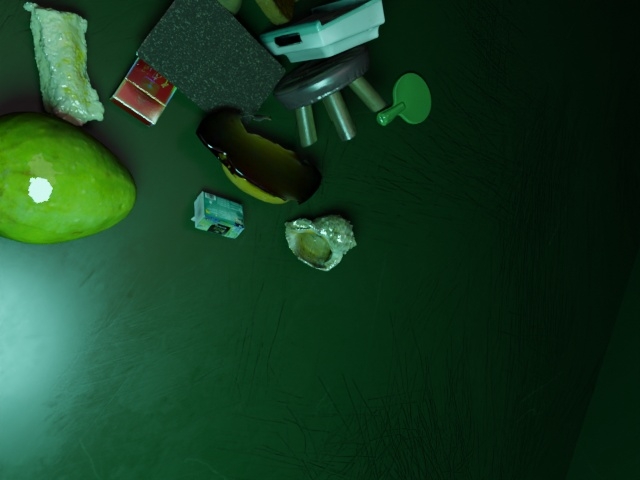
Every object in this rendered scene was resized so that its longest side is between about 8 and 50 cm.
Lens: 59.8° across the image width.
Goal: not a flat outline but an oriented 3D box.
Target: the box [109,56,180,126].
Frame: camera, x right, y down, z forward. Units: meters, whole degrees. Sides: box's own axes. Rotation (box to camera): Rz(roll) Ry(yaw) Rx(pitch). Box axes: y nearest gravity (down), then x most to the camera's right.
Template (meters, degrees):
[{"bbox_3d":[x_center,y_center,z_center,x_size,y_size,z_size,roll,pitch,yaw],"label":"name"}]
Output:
[{"bbox_3d":[-0.401,-0.371,1.310,0.112,0.048,0.175,33,72,-28],"label":"box"}]

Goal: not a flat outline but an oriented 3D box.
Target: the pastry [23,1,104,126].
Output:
[{"bbox_3d":[-0.544,-0.370,1.194,0.121,0.089,0.258,-15,98,-35],"label":"pastry"}]

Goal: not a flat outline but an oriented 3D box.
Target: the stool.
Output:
[{"bbox_3d":[0.028,-0.380,1.468,0.272,0.272,0.178,-42,120,-26],"label":"stool"}]

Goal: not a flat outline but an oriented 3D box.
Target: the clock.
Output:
[{"bbox_3d":[0.007,-0.540,1.454,0.231,0.262,0.116,-37,119,-28],"label":"clock"}]

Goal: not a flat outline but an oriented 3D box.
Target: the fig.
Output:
[{"bbox_3d":[-0.524,-0.118,1.113,0.326,0.258,0.258,6,86,-49],"label":"fig"}]

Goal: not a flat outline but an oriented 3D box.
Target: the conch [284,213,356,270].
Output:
[{"bbox_3d":[0.000,0.000,1.515,0.207,0.130,0.155,12,69,-18],"label":"conch"}]

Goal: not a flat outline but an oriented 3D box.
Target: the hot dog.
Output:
[{"bbox_3d":[-0.166,-0.204,1.431,0.326,0.107,0.194,43,57,-14],"label":"hot dog"}]

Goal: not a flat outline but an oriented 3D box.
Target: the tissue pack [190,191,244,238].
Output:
[{"bbox_3d":[-0.258,-0.056,1.384,0.111,0.079,0.085,17,45,-33],"label":"tissue pack"}]

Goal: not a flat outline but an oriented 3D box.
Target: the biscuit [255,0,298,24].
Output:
[{"bbox_3d":[-0.137,-0.723,1.406,0.314,0.063,0.367,38,45,-64],"label":"biscuit"}]

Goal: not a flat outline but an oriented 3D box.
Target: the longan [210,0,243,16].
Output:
[{"bbox_3d":[-0.261,-0.621,1.334,0.167,0.167,0.187,-37,117,-28],"label":"longan"}]

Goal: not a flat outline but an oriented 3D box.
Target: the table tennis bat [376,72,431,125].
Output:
[{"bbox_3d":[0.264,-0.429,1.751,0.257,0.039,0.160,-39,110,-33],"label":"table tennis bat"}]

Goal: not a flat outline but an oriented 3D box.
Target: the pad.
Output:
[{"bbox_3d":[-0.251,-0.430,1.347,0.220,0.004,0.330,-53,132,0],"label":"pad"}]
